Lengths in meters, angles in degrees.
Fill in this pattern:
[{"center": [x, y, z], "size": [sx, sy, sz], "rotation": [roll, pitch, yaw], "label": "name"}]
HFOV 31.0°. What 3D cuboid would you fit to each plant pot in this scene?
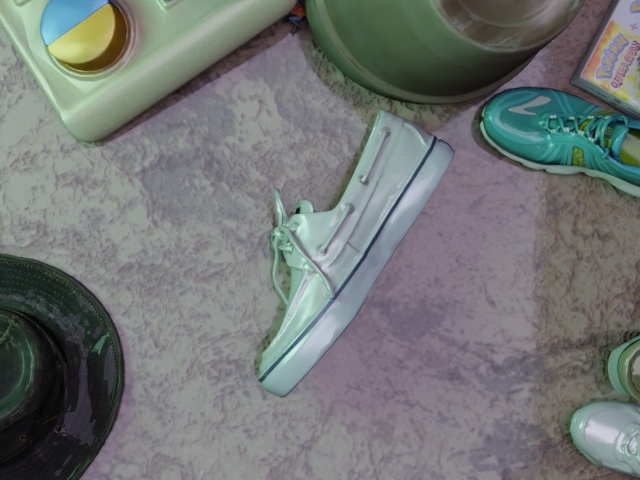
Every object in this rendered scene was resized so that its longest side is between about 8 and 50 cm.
[{"center": [0.157, -0.305, 1.283], "size": [0.323, 0.280, 0.323], "rotation": [-2, 100, -11], "label": "plant pot"}]

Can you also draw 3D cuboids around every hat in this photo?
[{"center": [-0.386, 0.174, 1.313], "size": [0.331, 0.134, 0.331], "rotation": [0, 87, -6], "label": "hat"}]

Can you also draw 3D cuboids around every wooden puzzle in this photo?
[{"center": [-0.246, -0.340, 1.352], "size": [0.322, 0.080, 0.348], "rotation": [-33, 89, 4], "label": "wooden puzzle"}]

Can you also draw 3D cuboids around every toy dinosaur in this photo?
[{"center": [-0.034, -0.275, 1.407], "size": [0.082, 0.090, 0.047], "rotation": [16, 102, 27], "label": "toy dinosaur"}]

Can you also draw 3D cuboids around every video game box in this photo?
[{"center": [0.445, -0.245, 1.458], "size": [0.187, 0.048, 0.205], "rotation": [28, 84, -1], "label": "video game box"}]

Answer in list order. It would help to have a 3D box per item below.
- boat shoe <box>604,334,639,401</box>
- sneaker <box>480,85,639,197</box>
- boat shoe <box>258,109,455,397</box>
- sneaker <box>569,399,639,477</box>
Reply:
[{"center": [0.493, 0.121, 1.411], "size": [0.302, 0.103, 0.113], "rotation": [-11, 93, -7], "label": "boat shoe"}, {"center": [0.333, -0.130, 1.404], "size": [0.275, 0.110, 0.107], "rotation": [15, 85, 6], "label": "sneaker"}, {"center": [0.002, -0.002, 1.358], "size": [0.156, 0.136, 0.367], "rotation": [34, 81, -3], "label": "boat shoe"}, {"center": [0.416, 0.257, 1.390], "size": [0.232, 0.115, 0.090], "rotation": [22, 85, -4], "label": "sneaker"}]
